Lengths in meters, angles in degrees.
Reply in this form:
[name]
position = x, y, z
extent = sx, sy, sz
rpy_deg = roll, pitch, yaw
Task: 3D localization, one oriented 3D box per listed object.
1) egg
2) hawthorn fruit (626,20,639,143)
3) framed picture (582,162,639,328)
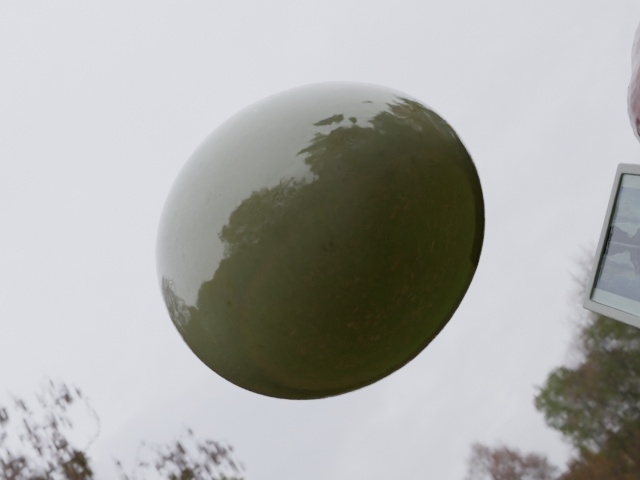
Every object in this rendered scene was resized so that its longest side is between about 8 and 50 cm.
[egg]
position = 0.000, 0.000, 0.603
extent = 0.188, 0.189, 0.253
rpy_deg = -14, -10, -32
[hawthorn fruit]
position = 0.445, -0.171, 0.951
extent = 0.295, 0.295, 0.311
rpy_deg = -5, -52, -40
[framed picture]
position = 0.306, 0.008, 0.863
extent = 0.015, 0.203, 0.150
rpy_deg = 12, -86, -17
